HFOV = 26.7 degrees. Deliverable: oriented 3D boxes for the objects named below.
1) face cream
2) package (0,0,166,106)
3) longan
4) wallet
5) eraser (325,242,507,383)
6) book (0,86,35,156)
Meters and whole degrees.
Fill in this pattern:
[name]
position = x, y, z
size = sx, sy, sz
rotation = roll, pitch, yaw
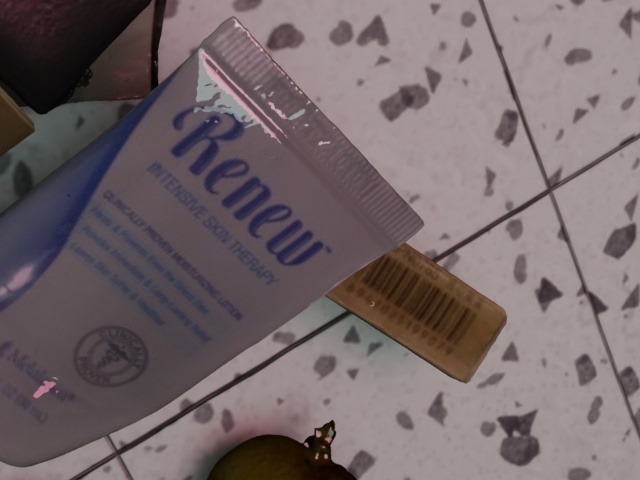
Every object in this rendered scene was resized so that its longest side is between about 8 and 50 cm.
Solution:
[face cream]
position = -0.152, 0.033, 1.053
size = 0.420, 0.137, 0.235
rotation = -36, 118, 15
[package]
position = -0.220, -0.230, 1.079
size = 0.204, 0.062, 0.250
rotation = -5, 117, -24
[longan]
position = -0.026, 0.243, 1.222
size = 0.155, 0.145, 0.176
rotation = 29, 94, -42
[wallet]
position = -0.241, -0.215, 1.014
size = 0.149, 0.044, 0.250
rotation = -47, 127, 1
[eraser]
position = 0.000, 0.000, 1.180
size = 0.343, 0.144, 0.078
rotation = 34, 88, -28
[book]
position = -0.338, -0.075, 1.030
size = 0.199, 0.016, 0.138
rotation = -34, 129, 5
